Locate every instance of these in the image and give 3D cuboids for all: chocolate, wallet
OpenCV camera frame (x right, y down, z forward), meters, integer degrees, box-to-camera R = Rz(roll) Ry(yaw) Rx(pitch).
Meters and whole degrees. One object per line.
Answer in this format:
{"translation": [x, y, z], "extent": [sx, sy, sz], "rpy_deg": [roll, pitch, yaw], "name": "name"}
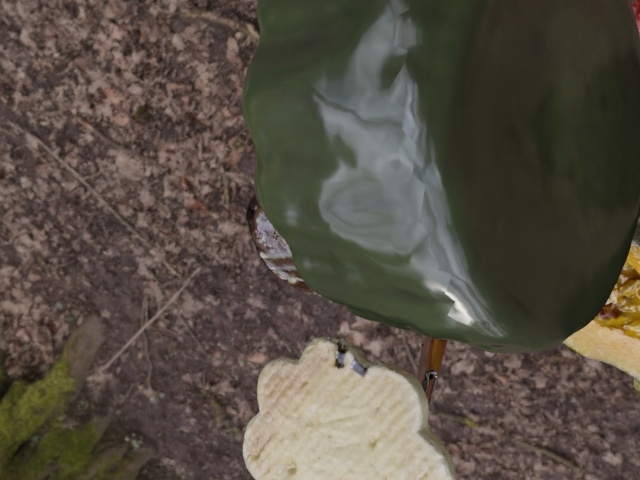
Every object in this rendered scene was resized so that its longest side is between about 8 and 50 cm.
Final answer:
{"translation": [0.000, 0.000, 1.506], "extent": [0.340, 0.225, 0.210], "rpy_deg": [47, 155, -27], "name": "chocolate"}
{"translation": [0.209, 0.200, 1.149], "extent": [0.042, 0.160, 0.195], "rpy_deg": [11, 150, 6], "name": "wallet"}

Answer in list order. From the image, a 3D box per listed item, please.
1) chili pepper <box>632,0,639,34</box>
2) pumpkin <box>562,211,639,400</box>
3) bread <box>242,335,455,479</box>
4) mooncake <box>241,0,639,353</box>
{"translation": [0.660, -0.424, 1.215], "extent": [0.144, 0.136, 0.253], "rpy_deg": [46, 164, -1], "name": "chili pepper"}
{"translation": [0.384, 0.083, 0.683], "extent": [0.317, 0.139, 0.221], "rpy_deg": [26, 132, 29], "name": "pumpkin"}
{"translation": [0.028, 0.278, 0.803], "extent": [0.316, 0.054, 0.315], "rpy_deg": [-2, 86, 32], "name": "bread"}
{"translation": [0.110, -0.095, 0.505], "extent": [0.194, 0.356, 0.356], "rpy_deg": [1, 132, 46], "name": "mooncake"}
